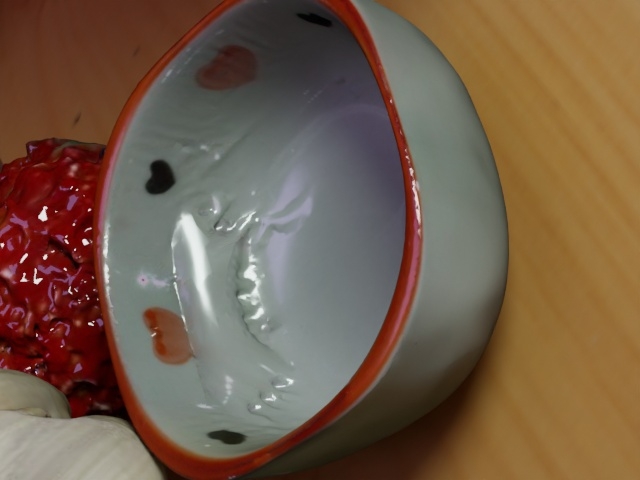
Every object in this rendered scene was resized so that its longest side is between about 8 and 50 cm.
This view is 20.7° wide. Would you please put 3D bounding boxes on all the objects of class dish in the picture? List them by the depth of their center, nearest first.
[{"bbox_3d":[0.000,0.000,0.894,0.256,0.117,0.256,-11,75,47],"label":"dish"}]

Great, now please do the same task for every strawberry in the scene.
[{"bbox_3d":[-0.180,0.051,1.086,0.190,0.111,0.237,19,98,45],"label":"strawberry"}]

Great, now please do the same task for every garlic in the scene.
[{"bbox_3d":[-0.197,0.151,0.968,0.184,0.203,0.281,41,146,5],"label":"garlic"}]
